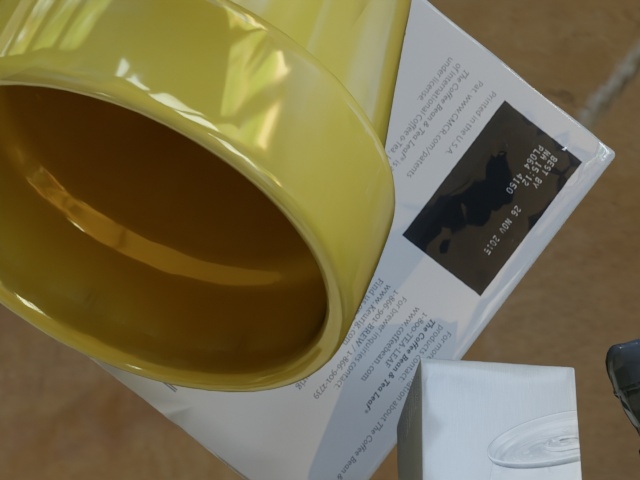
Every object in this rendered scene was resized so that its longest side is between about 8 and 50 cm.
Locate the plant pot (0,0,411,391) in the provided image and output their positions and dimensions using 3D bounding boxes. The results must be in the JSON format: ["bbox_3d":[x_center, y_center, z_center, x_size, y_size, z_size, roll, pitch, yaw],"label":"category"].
[{"bbox_3d":[-0.062,-0.084,1.030,0.254,0.254,0.239,-5,45,37],"label":"plant pot"}]

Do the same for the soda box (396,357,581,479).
[{"bbox_3d":[0.097,0.211,1.072,0.091,0.098,0.286,102,172,-55],"label":"soda box"}]

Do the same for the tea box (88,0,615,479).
[{"bbox_3d":[0.000,0.000,1.388,0.220,0.323,0.329,38,86,-6],"label":"tea box"}]

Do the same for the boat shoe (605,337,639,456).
[{"bbox_3d":[0.227,0.014,0.691,0.254,0.095,0.079,-30,79,14],"label":"boat shoe"}]
